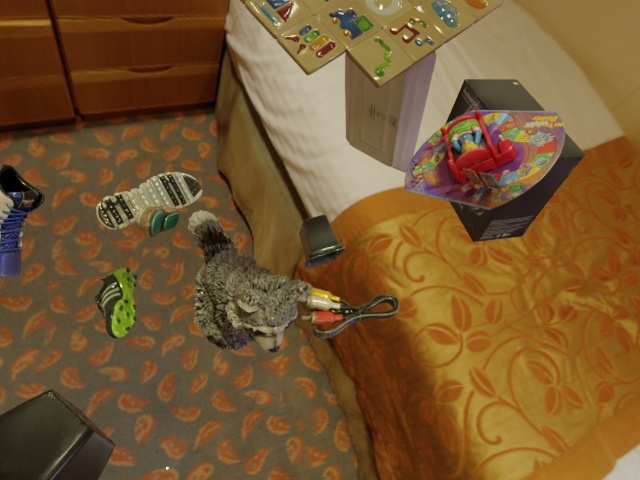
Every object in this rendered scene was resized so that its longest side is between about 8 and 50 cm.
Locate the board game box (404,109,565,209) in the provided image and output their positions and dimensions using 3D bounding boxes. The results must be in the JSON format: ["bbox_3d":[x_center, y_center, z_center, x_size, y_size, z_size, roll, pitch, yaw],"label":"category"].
[{"bbox_3d":[0.161,-0.102,0.456,0.133,0.168,0.033,-51,127,-11],"label":"board game box"}]

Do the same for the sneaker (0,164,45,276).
[{"bbox_3d":[-0.827,-0.060,1.130,0.182,0.127,0.316,-4,94,19],"label":"sneaker"}]

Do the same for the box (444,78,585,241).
[{"bbox_3d":[0.493,-0.229,1.228,0.178,0.313,0.343,-5,51,-16],"label":"box"}]

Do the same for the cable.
[{"bbox_3d":[0.081,0.185,1.134,0.287,0.072,0.140,0,43,-8],"label":"cable"}]

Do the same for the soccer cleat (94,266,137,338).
[{"bbox_3d":[-0.394,0.123,0.827,0.072,0.060,0.179,-24,39,0],"label":"soccer cleat"}]

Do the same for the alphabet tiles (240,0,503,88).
[{"bbox_3d":[0.060,-0.346,0.538,0.342,0.011,0.285,-38,82,-18],"label":"alphabet tiles"}]

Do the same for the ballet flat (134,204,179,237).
[{"bbox_3d":[-0.385,-0.048,0.993,0.067,0.206,0.073,18,91,-5],"label":"ballet flat"}]

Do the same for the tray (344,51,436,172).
[{"bbox_3d":[0.091,-0.209,0.685,0.145,0.270,0.030,32,70,17],"label":"tray"}]

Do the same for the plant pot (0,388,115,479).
[{"bbox_3d":[-0.502,0.393,0.794,0.188,0.188,0.167,29,56,19],"label":"plant pot"}]

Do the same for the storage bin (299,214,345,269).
[{"bbox_3d":[0.000,0.000,0.984,0.098,0.135,0.091,-17,80,-12],"label":"storage bin"}]

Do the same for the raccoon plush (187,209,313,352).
[{"bbox_3d":[-0.212,0.066,1.020,0.216,0.299,0.446,-30,76,-35],"label":"raccoon plush"}]

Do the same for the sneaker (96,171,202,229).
[{"bbox_3d":[-0.479,-0.110,1.216,0.292,0.118,0.110,-24,93,-30],"label":"sneaker"}]
